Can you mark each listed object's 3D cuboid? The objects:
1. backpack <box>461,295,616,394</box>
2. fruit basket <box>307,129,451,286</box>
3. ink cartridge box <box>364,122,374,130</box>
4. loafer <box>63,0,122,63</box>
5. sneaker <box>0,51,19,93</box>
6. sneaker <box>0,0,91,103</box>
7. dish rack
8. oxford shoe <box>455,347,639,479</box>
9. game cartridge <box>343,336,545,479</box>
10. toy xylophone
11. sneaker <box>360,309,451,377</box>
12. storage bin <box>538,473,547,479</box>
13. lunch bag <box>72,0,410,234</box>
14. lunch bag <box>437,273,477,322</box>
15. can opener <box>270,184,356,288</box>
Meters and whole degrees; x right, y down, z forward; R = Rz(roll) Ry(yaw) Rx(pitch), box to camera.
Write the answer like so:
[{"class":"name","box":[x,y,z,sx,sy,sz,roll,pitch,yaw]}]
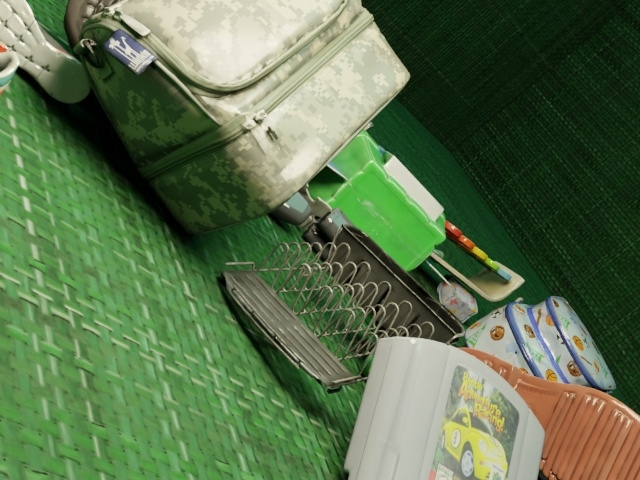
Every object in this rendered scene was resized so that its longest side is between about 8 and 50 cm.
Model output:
[{"class":"backpack","box":[0.372,0.220,1.668,0.263,0.213,0.276,4,49,-56]},{"class":"fruit basket","box":[0.079,-0.089,1.640,0.327,0.165,0.353,45,12,-19]},{"class":"ink cartridge box","box":[0.036,-0.270,2.094,0.135,0.099,0.056,51,13,3]},{"class":"loafer","box":[-0.191,-0.182,1.190,0.130,0.133,0.366,23,-17,45]},{"class":"sneaker","box":[-0.313,-0.150,0.779,0.057,0.075,0.161,55,15,20]},{"class":"sneaker","box":[-0.309,-0.205,1.004,0.158,0.061,0.065,50,-5,-24]},{"class":"dish rack","box":[0.023,0.073,1.093,0.208,0.074,0.272,43,23,25]},{"class":"oxford shoe","box":[0.337,0.268,1.319,0.397,0.140,0.146,29,-6,35]},{"class":"game cartridge","box":[0.145,0.226,1.026,0.294,0.060,0.196,37,55,-39]},{"class":"toy xylophone","box":[0.249,0.006,1.926,0.323,0.081,0.236,36,2,-39]},{"class":"sneaker","box":[0.112,0.185,1.202,0.124,0.109,0.295,11,35,-19]},{"class":"storage bin","box":[0.398,0.381,1.545,0.180,0.084,0.122,30,24,-55]},{"class":"lunch bag","box":[-0.088,-0.187,1.045,0.305,0.213,0.256,-46,107,-35]},{"class":"lunch bag","box":[0.272,0.113,1.922,0.071,0.053,0.083,41,26,-22]},{"class":"can opener","box":[0.000,0.000,1.400,0.283,0.076,0.095,49,46,-5]}]
